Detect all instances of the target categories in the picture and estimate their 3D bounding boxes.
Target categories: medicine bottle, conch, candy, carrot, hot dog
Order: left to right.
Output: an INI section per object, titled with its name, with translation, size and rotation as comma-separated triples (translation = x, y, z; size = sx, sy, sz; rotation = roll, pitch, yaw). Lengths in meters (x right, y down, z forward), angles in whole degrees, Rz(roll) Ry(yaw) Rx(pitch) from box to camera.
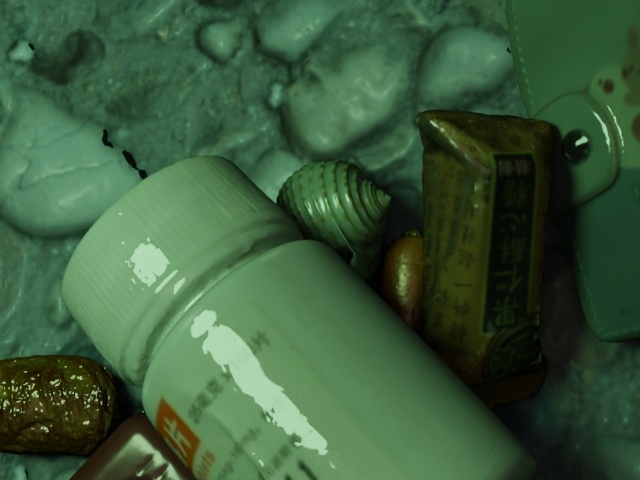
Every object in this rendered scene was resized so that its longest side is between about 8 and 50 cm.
[hot dog]
translation = -0.263, 0.158, 1.167
size = 0.147, 0.065, 0.099
rotation = -3, 82, 1
[medicine bottle]
translation = -0.025, 0.119, 0.973
size = 0.211, 0.211, 0.371
rotation = -46, 68, 3
[conch]
translation = 0.006, -0.001, 1.109
size = 0.153, 0.102, 0.135
rotation = -37, 62, 50
[carrot]
translation = 0.076, 0.100, 1.101
size = 0.067, 0.067, 0.225
rotation = 7, 84, 13
[candy]
translation = 0.144, 0.023, 1.052
size = 0.143, 0.101, 0.271
rotation = -3, 97, -26

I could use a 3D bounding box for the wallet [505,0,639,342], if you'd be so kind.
[wallet]
translation = 0.283, -0.096, 1.023
size = 0.252, 0.083, 0.360
rotation = -24, 78, 45

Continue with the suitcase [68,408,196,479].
[suitcase]
translation = -0.159, 0.311, 1.073
size = 0.236, 0.161, 0.297
rotation = 43, 95, 14
